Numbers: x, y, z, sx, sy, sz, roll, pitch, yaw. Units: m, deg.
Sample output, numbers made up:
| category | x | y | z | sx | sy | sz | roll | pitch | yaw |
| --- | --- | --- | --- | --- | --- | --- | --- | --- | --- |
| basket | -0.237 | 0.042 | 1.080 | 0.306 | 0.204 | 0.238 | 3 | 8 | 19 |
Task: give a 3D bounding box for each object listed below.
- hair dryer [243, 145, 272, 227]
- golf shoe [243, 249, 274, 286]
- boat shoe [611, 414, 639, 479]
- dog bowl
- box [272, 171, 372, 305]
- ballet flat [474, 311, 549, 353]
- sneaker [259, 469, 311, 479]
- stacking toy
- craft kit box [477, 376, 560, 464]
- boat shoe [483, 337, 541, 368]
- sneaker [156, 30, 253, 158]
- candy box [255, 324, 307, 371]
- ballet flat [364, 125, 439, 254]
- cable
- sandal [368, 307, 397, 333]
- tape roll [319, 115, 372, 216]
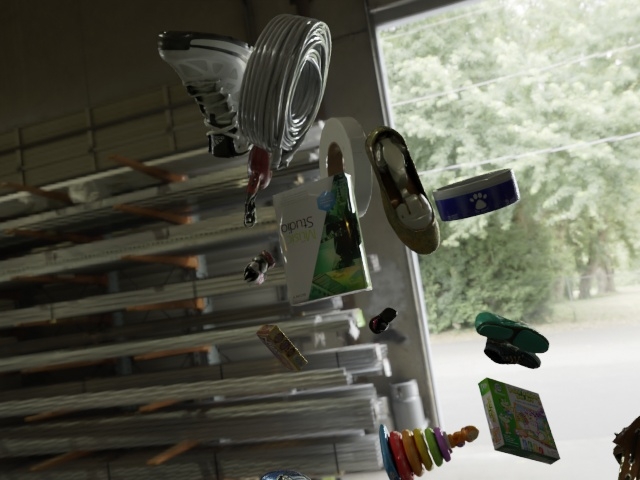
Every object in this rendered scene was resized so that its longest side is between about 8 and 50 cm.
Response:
| category | x | y | z | sx | sy | sz | roll | pitch | yaw |
| --- | --- | --- | --- | --- | --- | --- | --- | --- | --- |
| hair dryer | -0.190 | -0.185 | 1.763 | 0.080 | 0.294 | 0.223 | 4 | 2 | -7 |
| golf shoe | -0.200 | 0.094 | 1.673 | 0.086 | 0.067 | 0.186 | -34 | -12 | -31 |
| boat shoe | 0.520 | 0.334 | 0.911 | 0.104 | 0.111 | 0.307 | -9 | 33 | 38 |
| dog bowl | 0.506 | -0.148 | 1.852 | 0.264 | 0.104 | 0.265 | -18 | 5 | 2 |
| box | 0.000 | 0.000 | 1.551 | 0.232 | 0.322 | 0.058 | -16 | -12 | 25 |
| ballet flat | 0.576 | 0.267 | 1.712 | 0.247 | 0.087 | 0.083 | 18 | -54 | -11 |
| sneaker | -0.084 | 0.736 | 1.654 | 0.322 | 0.130 | 0.236 | 12 | -27 | 31 |
| stacking toy | 0.339 | 0.628 | 1.728 | 0.301 | 0.175 | 0.166 | -20 | 24 | 7 |
| craft kit box | 0.667 | 0.607 | 1.922 | 0.249 | 0.247 | 0.061 | 20 | -52 | -21 |
| boat shoe | 0.598 | 0.368 | 1.784 | 0.083 | 0.183 | 0.065 | -49 | -17 | -46 |
| sneaker | -0.235 | -0.331 | 1.368 | 0.169 | 0.258 | 0.447 | 9 | 5 | 20 |
| candy box | -0.141 | 0.389 | 2.063 | 0.053 | 0.187 | 0.109 | -46 | 17 | -26 |
| ballet flat | 0.207 | -0.127 | 1.421 | 0.123 | 0.349 | 0.123 | -22 | -4 | -2 |
| cable | -0.061 | -0.288 | 1.063 | 0.089 | 0.257 | 0.257 | 20 | 44 | 13 |
| sandal | 0.227 | 0.307 | 2.121 | 0.067 | 0.040 | 0.179 | 24 | -39 | -5 |
| tape roll | 0.087 | -0.269 | 2.131 | 0.072 | 0.392 | 0.392 | -8 | -7 | -17 |
